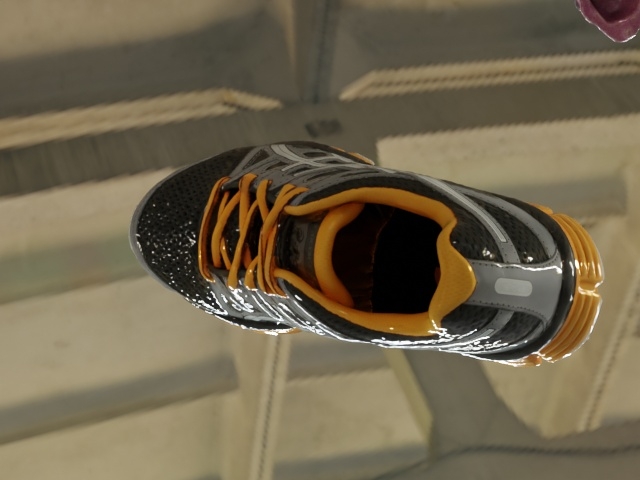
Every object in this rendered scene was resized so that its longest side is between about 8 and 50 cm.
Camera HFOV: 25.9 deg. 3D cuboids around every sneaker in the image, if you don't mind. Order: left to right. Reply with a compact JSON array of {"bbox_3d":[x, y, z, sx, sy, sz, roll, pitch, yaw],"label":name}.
[{"bbox_3d":[0.000,0.000,0.548,0.083,0.215,0.084,7,-91,-54],"label":"sneaker"}]

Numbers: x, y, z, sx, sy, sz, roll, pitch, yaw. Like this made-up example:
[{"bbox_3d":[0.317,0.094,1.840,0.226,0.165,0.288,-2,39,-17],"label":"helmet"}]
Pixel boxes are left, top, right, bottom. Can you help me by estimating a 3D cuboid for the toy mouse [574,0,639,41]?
[{"bbox_3d":[0.157,-0.123,0.619,0.161,0.031,0.143,-4,-59,-15],"label":"toy mouse"}]
